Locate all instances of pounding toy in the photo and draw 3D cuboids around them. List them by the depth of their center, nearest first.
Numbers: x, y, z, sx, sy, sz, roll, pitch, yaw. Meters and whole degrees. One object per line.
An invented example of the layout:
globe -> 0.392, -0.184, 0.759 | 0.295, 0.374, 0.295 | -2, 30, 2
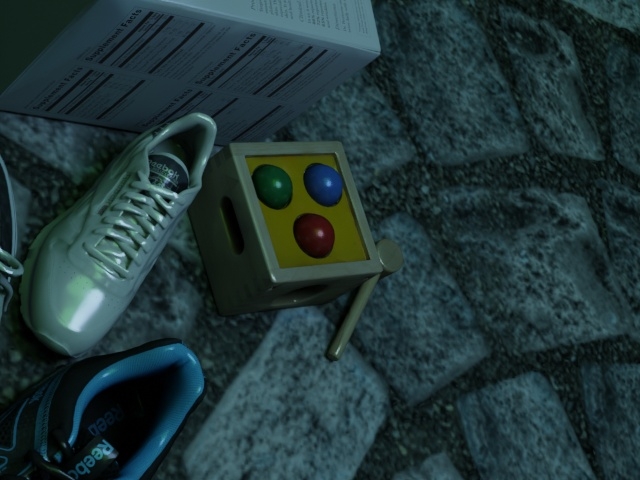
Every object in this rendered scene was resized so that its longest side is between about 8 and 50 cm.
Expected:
pounding toy -> 0.007, 0.008, 1.219 | 0.206, 0.094, 0.181 | -5, 70, -41

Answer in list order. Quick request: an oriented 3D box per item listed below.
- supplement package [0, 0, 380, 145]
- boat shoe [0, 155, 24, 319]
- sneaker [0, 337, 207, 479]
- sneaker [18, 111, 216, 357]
supplement package -> -0.125, -0.219, 1.157 | 0.263, 0.198, 0.199 | 6, 64, -38
boat shoe -> -0.256, 0.026, 0.906 | 0.113, 0.105, 0.306 | 26, 46, -18
sneaker -> -0.209, 0.171, 0.916 | 0.125, 0.140, 0.341 | 51, 46, -9
sneaker -> -0.156, -0.012, 1.093 | 0.090, 0.095, 0.235 | 39, 49, -19
